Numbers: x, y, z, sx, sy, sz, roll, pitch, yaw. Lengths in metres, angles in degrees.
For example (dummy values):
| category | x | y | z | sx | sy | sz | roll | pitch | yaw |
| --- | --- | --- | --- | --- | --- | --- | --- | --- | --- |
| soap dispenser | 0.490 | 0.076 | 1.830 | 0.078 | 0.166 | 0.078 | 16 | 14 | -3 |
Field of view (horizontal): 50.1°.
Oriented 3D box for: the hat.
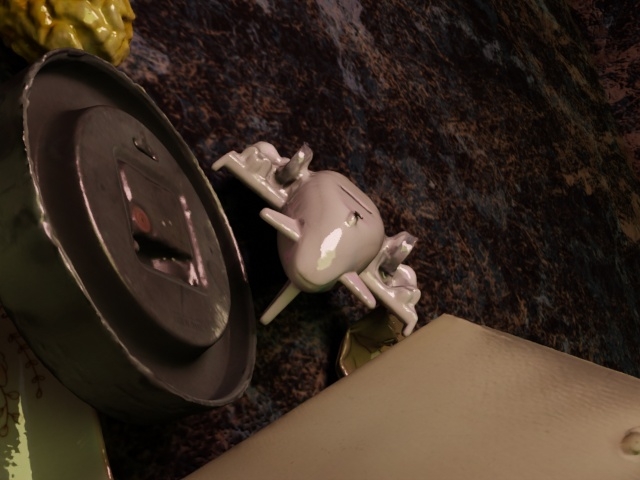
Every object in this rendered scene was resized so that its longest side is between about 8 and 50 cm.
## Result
| category | x | y | z | sx | sy | sz | roll | pitch | yaw |
| --- | --- | --- | --- | --- | --- | --- | --- | --- | --- |
| hat | 0.088 | 0.151 | 0.765 | 0.147 | 0.085 | 0.175 | 59 | 15 | 12 |

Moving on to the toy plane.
| category | x | y | z | sx | sy | sz | roll | pitch | yaw |
| --- | --- | --- | --- | --- | --- | --- | --- | --- | --- |
| toy plane | 0.003 | -0.003 | 0.665 | 0.252 | 0.118 | 0.252 | 38 | 17 | -14 |

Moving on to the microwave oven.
| category | x | y | z | sx | sy | sz | roll | pitch | yaw |
| --- | --- | --- | --- | --- | --- | --- | --- | --- | --- |
| microwave oven | 0.086 | 0.302 | 0.387 | 0.333 | 0.247 | 0.394 | -28 | 111 | -22 |

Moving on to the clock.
| category | x | y | z | sx | sy | sz | roll | pitch | yaw |
| --- | --- | --- | --- | --- | --- | --- | --- | --- | --- |
| clock | -0.136 | -0.003 | 0.500 | 0.280 | 0.056 | 0.280 | 61 | 13 | -24 |

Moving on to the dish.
| category | x | y | z | sx | sy | sz | roll | pitch | yaw |
| --- | --- | --- | --- | --- | --- | --- | --- | --- | --- |
| dish | -0.220 | 0.102 | 0.424 | 0.151 | 0.077 | 0.212 | 2 | 69 | -50 |

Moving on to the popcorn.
| category | x | y | z | sx | sy | sz | roll | pitch | yaw |
| --- | --- | --- | --- | --- | --- | --- | --- | --- | --- |
| popcorn | -0.213 | -0.186 | 0.572 | 0.106 | 0.121 | 0.116 | 18 | 79 | -86 |
